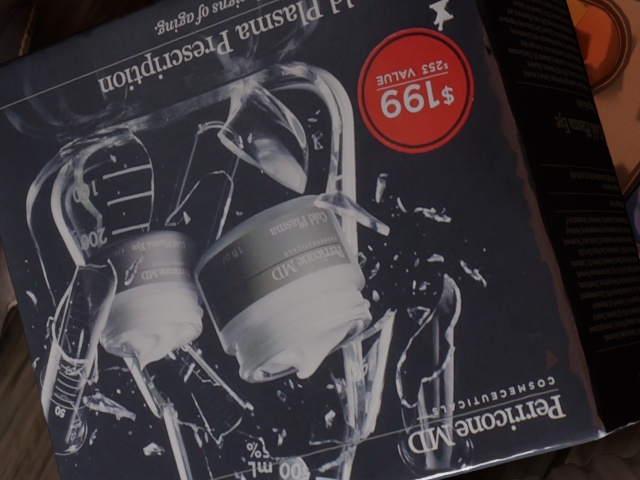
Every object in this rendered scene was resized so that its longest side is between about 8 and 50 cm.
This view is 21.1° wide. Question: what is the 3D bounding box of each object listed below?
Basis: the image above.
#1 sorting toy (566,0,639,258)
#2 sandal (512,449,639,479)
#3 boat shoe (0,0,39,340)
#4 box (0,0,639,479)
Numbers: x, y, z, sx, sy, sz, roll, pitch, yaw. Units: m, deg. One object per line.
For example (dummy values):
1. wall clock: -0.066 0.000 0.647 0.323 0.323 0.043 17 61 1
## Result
1. sorting toy: 0.191 -0.074 1.088 0.193 0.038 0.208 20 96 6
2. sandal: 0.069 0.249 1.116 0.416 0.169 0.102 -12 127 9
3. boat shoe: -0.239 0.007 1.161 0.130 0.132 0.355 17 85 -21
4. box: 0.000 0.000 1.042 0.343 0.179 0.312 -19 84 25
